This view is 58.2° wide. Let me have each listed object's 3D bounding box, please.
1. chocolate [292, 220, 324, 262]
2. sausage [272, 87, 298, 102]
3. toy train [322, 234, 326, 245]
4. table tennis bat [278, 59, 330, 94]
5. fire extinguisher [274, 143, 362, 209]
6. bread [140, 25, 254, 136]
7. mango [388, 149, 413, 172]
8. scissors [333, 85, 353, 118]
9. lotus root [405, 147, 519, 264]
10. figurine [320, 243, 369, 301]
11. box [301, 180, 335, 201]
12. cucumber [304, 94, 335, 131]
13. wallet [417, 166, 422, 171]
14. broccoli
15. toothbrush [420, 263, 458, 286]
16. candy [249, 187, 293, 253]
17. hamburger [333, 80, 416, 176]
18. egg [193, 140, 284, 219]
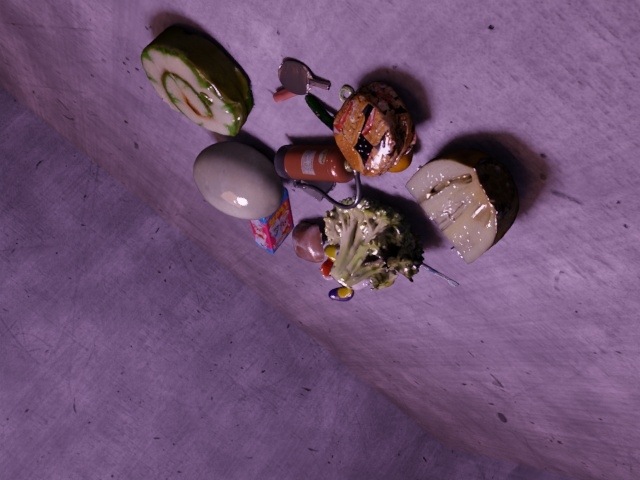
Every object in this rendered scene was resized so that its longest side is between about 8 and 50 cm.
[{"bbox_3d":[-0.064,0.010,2.254,0.261,0.083,0.161,-175,73,-72],"label":"chocolate"},{"bbox_3d":[-0.092,-0.418,1.630,0.147,0.035,0.030,1,116,57],"label":"sausage"},{"bbox_3d":[0.000,0.000,2.347,0.045,0.029,0.092,29,157,0],"label":"toy train"},{"bbox_3d":[-0.046,-0.428,1.533,0.158,0.014,0.095,21,134,21],"label":"table tennis bat"},{"bbox_3d":[0.024,-0.208,1.749,0.376,0.113,0.200,9,134,50],"label":"fire extinguisher"},{"bbox_3d":[-0.390,-0.487,1.812,0.382,0.129,0.366,6,143,53],"label":"bread"},{"bbox_3d":[0.174,-0.233,1.524,0.163,0.089,0.111,24,155,45],"label":"mango"},{"bbox_3d":[0.076,-0.336,1.554,0.133,0.020,0.187,47,158,-8],"label":"scissors"},{"bbox_3d":[0.370,-0.119,1.393,0.267,0.149,0.260,52,157,11],"label":"lotus root"},{"bbox_3d":[0.103,0.113,2.252,0.193,0.154,0.421,19,154,28],"label":"figurine"},{"bbox_3d":[-0.017,-0.191,1.926,0.122,0.069,0.084,35,158,6],"label":"box"},{"bbox_3d":[0.020,-0.336,1.592,0.184,0.033,0.036,45,-175,8],"label":"cucumber"},{"bbox_3d":[0.292,-0.169,1.576,0.044,0.011,0.083,21,154,36],"label":"wallet"},{"bbox_3d":[0.150,0.022,1.805,0.348,0.281,0.293,37,171,-4],"label":"broccoli"},{"bbox_3d":[0.378,0.101,1.991,0.219,0.016,0.019,31,166,13],"label":"toothbrush"},{"bbox_3d":[-0.198,-0.089,2.290,0.100,0.157,0.306,31,158,16],"label":"candy"},{"bbox_3d":[0.123,-0.270,1.406,0.231,0.107,0.231,30,135,36],"label":"hamburger"},{"bbox_3d":[-0.292,-0.213,2.046,0.352,0.258,0.258,34,159,14],"label":"egg"}]
